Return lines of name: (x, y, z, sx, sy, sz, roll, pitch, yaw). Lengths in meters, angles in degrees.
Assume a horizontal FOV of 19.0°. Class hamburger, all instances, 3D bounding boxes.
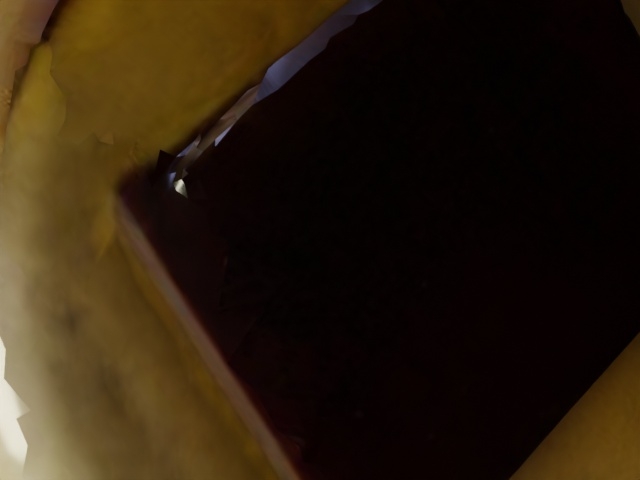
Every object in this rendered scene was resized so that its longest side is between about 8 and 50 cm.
hamburger: (-0.020, -0.002, 0.535, 0.302, 0.302, 0.170, -34, 21, -32)
